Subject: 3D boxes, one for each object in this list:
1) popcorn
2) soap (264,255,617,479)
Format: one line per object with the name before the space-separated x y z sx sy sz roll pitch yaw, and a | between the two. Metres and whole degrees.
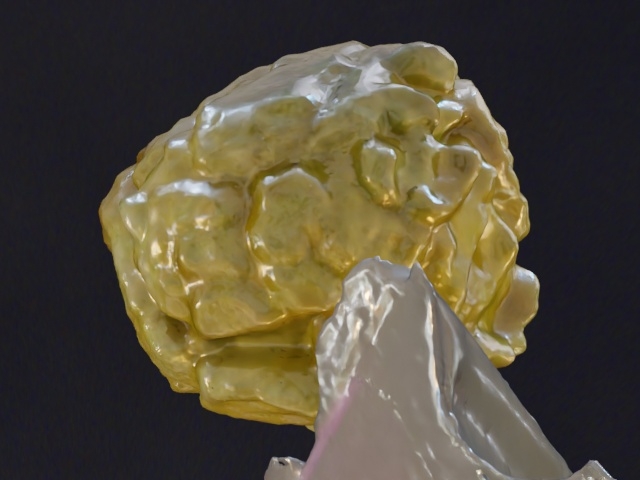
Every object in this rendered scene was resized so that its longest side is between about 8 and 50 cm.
popcorn | 0.008 0.004 0.814 0.249 0.249 0.225 -36 -71 -21
soap | 0.010 0.180 0.519 0.257 0.302 0.159 -38 -126 0
